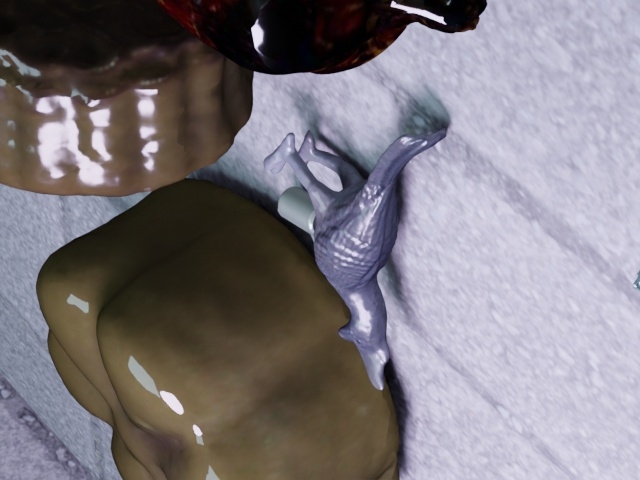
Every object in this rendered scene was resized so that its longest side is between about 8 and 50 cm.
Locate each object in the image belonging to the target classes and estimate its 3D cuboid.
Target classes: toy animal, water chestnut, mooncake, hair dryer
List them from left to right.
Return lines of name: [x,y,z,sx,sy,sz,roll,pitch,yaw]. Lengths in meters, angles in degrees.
mooncake: [-0.222,-0.203,1.821,0.324,0.324,0.187,42,149,29]
mooncake: [-0.125,0.169,2.177,0.467,0.262,0.467,45,157,25]
water chestnut: [-0.013,-0.240,1.447,0.289,0.289,0.244,103,154,-59]
hair dryer: [0.000,0.000,2.014,0.063,0.038,0.124,31,154,46]
toy animal: [0.028,-0.034,1.859,0.206,0.081,0.367,47,147,30]

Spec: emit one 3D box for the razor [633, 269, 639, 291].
razor: [0.308,0.080,1.536,0.068,0.040,0.135,25,148,51]
